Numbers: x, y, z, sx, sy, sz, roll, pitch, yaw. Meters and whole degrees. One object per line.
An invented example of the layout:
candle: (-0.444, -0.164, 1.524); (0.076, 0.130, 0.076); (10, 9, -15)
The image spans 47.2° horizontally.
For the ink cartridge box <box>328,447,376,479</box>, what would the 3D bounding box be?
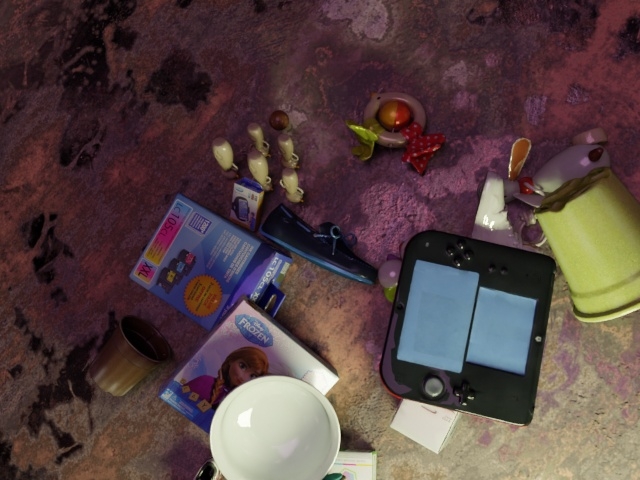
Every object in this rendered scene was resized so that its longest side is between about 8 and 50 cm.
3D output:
ink cartridge box: (0.077, 0.613, 1.768); (0.108, 0.062, 0.210); (-1, 80, 16)

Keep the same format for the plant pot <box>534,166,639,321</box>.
plant pot: (0.604, -0.008, 1.573); (0.276, 0.276, 0.254); (-33, 95, 8)

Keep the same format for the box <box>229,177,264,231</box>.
box: (-0.196, -0.098, 1.954); (0.081, 0.028, 0.136); (23, 126, 19)

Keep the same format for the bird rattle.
bird rattle: (0.194, -0.294, 1.868); (0.253, 0.143, 0.207); (5, 65, 14)

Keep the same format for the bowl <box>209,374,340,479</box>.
bowl: (-0.105, 0.438, 1.721); (0.297, 0.134, 0.298); (0, 98, -2)

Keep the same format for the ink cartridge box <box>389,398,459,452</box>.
ink cartridge box: (0.254, 0.398, 1.694); (0.128, 0.176, 0.127); (26, 88, 19)

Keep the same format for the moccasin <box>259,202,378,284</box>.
moccasin: (0.000, 0.000, 1.863); (0.341, 0.138, 0.117); (27, 84, 18)

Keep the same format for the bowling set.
bowling set: (-0.125, -0.229, 1.955); (0.287, 0.154, 0.200); (28, 66, 21)

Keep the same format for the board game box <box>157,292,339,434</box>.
board game box: (-0.175, 0.350, 1.804); (0.318, 0.066, 0.318); (40, 94, -14)

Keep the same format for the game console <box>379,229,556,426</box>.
game console: (0.325, 0.184, 1.616); (0.341, 0.060, 0.387); (12, 75, 9)

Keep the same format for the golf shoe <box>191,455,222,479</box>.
golf shoe: (-0.309, 0.632, 1.866); (0.067, 0.086, 0.186); (26, 90, 17)

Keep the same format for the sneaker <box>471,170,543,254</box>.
sneaker: (0.441, -0.017, 1.717); (0.169, 0.108, 0.293); (9, 117, 14)

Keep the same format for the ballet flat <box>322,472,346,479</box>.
ballet flat: (-0.016, 0.606, 1.745); (0.248, 0.086, 0.086); (-24, 71, 45)

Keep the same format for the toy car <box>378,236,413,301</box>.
toy car: (0.217, 0.067, 1.796); (0.182, 0.159, 0.136); (-46, 36, 3)

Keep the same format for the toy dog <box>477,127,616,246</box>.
toy dog: (0.542, -0.153, 1.716); (0.333, 0.161, 0.220); (-37, 72, 7)

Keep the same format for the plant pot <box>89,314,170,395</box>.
plant pot: (-0.517, 0.314, 1.951); (0.165, 0.167, 0.167); (-45, 71, 12)

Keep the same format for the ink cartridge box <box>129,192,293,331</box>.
ink cartridge box: (-0.260, 0.089, 1.918); (0.395, 0.151, 0.270); (30, 89, 17)
